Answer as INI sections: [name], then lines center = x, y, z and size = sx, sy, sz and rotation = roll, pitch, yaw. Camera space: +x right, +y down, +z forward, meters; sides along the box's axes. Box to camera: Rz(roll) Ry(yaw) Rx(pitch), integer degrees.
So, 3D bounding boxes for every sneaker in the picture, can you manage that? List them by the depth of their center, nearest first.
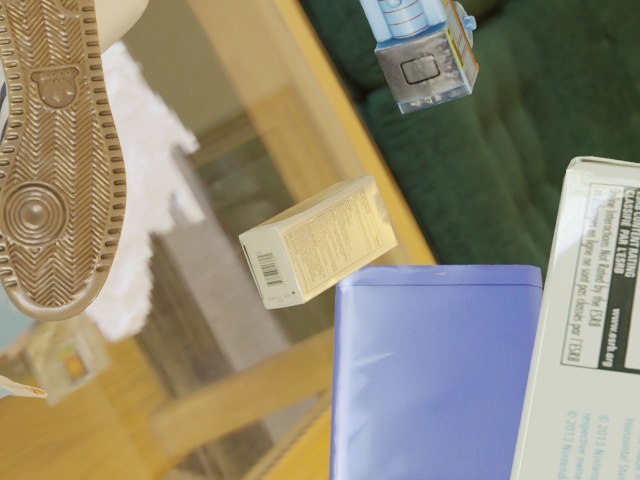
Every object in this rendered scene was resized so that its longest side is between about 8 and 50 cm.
[sneaker]
center = -0.203, -0.080, 1.179
size = 0.153, 0.099, 0.282
rotation = 164, -77, -77

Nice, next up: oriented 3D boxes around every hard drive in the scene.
[hard drive]
center = 0.116, 0.148, 1.523
size = 0.318, 0.210, 0.040
rotation = -87, 176, -46

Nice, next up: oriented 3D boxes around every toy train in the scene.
[toy train]
center = 0.072, -0.197, 1.281
size = 0.105, 0.080, 0.184
rotation = -72, 142, -59

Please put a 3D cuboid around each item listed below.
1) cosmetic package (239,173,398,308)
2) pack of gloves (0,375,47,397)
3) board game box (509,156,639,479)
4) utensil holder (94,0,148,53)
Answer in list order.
[cosmetic package]
center = 0.000, 0.000, 1.142
size = 0.115, 0.041, 0.060
rotation = -28, 103, -45
[pack of gloves]
center = -0.377, 0.098, 1.586
size = 0.195, 0.232, 0.046
rotation = 29, 74, -17
[board game box]
center = 0.189, 0.107, 0.344
size = 0.097, 0.303, 0.224
rotation = 79, 23, -53
[utensil holder]
center = -0.411, -0.256, 1.704
size = 0.327, 0.328, 0.385
rotation = 55, 47, -16
